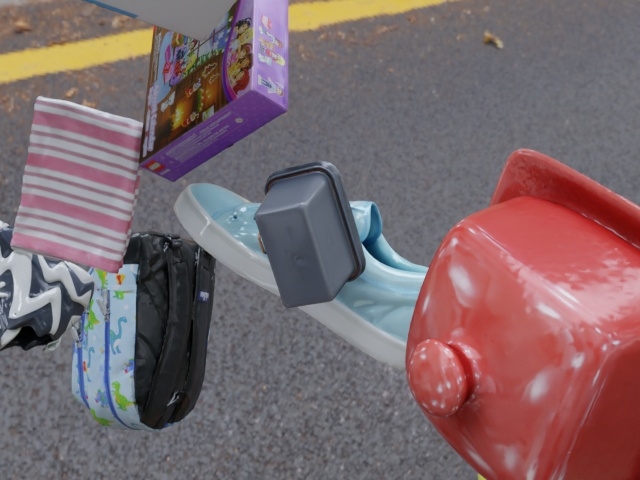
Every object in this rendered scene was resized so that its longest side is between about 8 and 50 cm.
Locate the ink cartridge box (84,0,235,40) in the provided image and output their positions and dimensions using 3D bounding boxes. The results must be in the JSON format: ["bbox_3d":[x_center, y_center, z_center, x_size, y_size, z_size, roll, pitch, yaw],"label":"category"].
[{"bbox_3d":[-0.183,-0.376,0.796,0.198,0.197,0.270,5,47,-52],"label":"ink cartridge box"}]

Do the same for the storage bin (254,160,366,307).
[{"bbox_3d":[-0.021,0.001,0.831,0.098,0.135,0.091,-10,18,19],"label":"storage bin"}]

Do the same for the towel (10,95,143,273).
[{"bbox_3d":[-0.298,-0.067,1.011,0.144,0.197,0.029,14,11,0],"label":"towel"}]

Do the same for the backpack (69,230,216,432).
[{"bbox_3d":[-0.330,0.182,1.550,0.290,0.273,0.355,10,69,-67],"label":"backpack"}]

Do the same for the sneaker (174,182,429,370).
[{"bbox_3d":[0.000,0.000,0.983,0.366,0.150,0.135,31,12,11],"label":"sneaker"}]

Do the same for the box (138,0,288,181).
[{"bbox_3d":[-0.125,-0.239,0.972,0.057,0.201,0.293,26,52,-40],"label":"box"}]

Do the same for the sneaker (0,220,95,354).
[{"bbox_3d":[-0.431,0.070,1.082,0.235,0.094,0.153,35,46,-24],"label":"sneaker"}]

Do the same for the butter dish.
[{"bbox_3d":[0.094,0.056,0.395,0.118,0.160,0.160,-9,34,-32],"label":"butter dish"}]

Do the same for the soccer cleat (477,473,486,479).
[{"bbox_3d":[0.194,0.286,0.627,0.121,0.093,0.289,-29,52,-9],"label":"soccer cleat"}]
